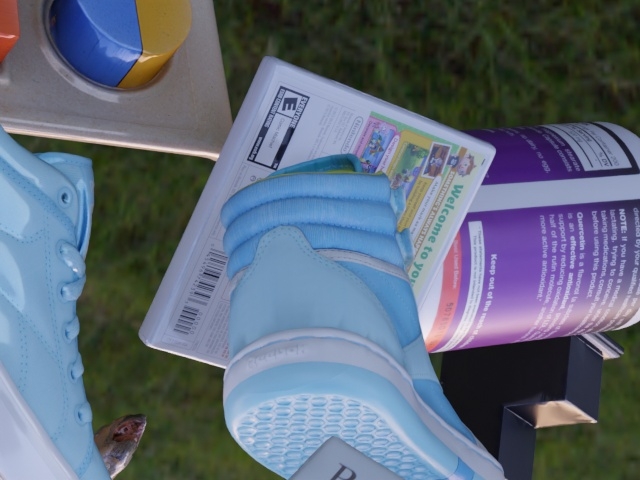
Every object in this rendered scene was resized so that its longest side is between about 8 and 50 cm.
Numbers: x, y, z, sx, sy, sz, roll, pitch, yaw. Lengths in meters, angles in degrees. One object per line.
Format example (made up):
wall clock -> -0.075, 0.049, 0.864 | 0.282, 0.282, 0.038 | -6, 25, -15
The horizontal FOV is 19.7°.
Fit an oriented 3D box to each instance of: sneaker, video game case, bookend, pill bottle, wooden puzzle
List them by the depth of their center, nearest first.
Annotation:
sneaker -> -0.180, 0.020, 1.089 | 0.150, 0.135, 0.366 | -29, 105, -16
sneaker -> 0.032, 0.066, 1.147 | 0.127, 0.208, 0.319 | -13, 149, 12
video game case -> 0.000, 0.000, 1.270 | 0.193, 0.023, 0.212 | 19, 102, -31
wooden puzzle -> -0.210, -0.224, 1.285 | 0.348, 0.322, 0.080 | 9, 148, -34
pill bottle -> 0.168, -0.005, 1.543 | 0.323, 0.181, 0.181 | -5, 138, -25
bookend -> 0.187, 0.164, 1.689 | 0.157, 0.156, 0.072 | -12, 148, 36

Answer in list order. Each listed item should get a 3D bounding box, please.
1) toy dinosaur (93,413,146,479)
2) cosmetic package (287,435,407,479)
toy dinosaur -> -0.276, 0.216, 1.343 | 0.295, 0.200, 0.127 | -1, 117, 5
cosmetic package -> 0.007, 0.213, 0.743 | 0.151, 0.183, 0.151 | 29, 140, 20
